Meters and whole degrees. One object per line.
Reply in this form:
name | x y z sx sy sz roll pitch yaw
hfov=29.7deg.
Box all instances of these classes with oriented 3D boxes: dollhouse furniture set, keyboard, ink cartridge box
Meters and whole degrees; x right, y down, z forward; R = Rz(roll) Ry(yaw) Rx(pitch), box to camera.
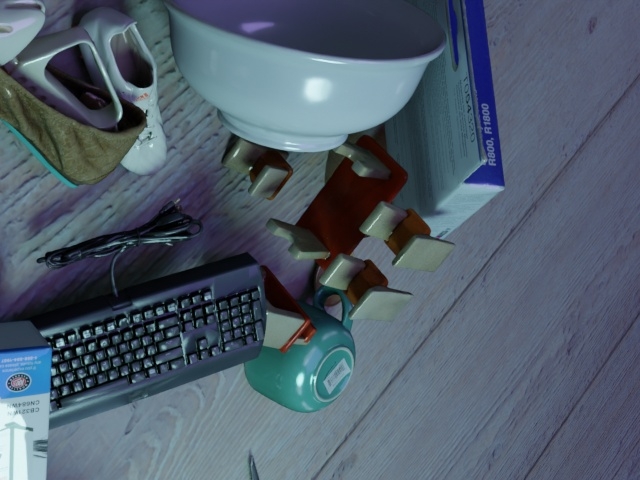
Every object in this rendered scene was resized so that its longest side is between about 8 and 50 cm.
dollhouse furniture set | 0.000 0.000 1.386 0.259 0.262 0.135 -52 149 18
keyboard | -0.204 0.076 1.238 0.317 0.033 0.202 -18 110 -25
ink cartridge box | 0.140 -0.190 1.359 0.071 0.330 0.324 -1 77 -13
ink cartridge box | -0.336 0.187 1.131 0.148 0.086 0.203 -4 108 -30

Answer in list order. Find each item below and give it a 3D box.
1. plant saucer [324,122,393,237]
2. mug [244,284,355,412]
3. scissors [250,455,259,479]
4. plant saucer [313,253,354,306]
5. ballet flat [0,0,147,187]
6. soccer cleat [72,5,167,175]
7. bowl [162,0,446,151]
plant saucer | 0.082 -0.095 1.614 0.198 0.036 0.199 -22 121 -44
mug | -0.014 0.139 1.524 0.129 0.097 0.158 -3 111 -49
scissors | -0.068 0.410 1.642 0.109 0.021 0.297 -16 115 -45
plant saucer | 0.016 0.047 1.602 0.083 0.015 0.083 -22 120 -44
ballet flat | -0.266 -0.156 1.064 0.124 0.116 0.342 -34 145 11
soccer cleat | -0.192 -0.143 1.220 0.068 0.076 0.196 -43 134 -33
bowl | -0.027 -0.181 1.251 0.298 0.298 0.134 -20 130 -46
